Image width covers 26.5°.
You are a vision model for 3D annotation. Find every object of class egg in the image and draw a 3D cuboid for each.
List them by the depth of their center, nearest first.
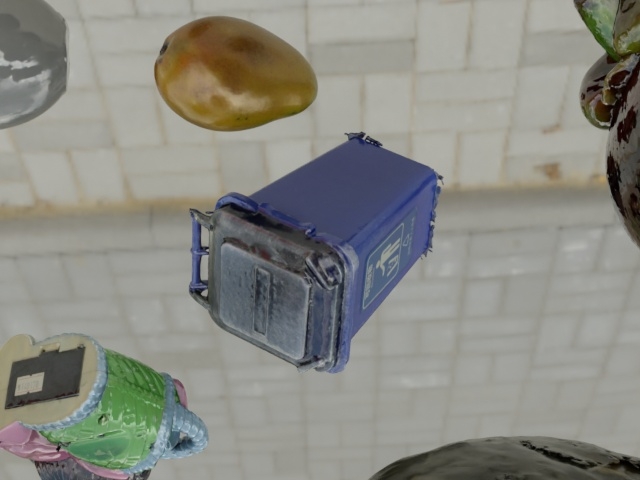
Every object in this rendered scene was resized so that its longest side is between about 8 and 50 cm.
[{"bbox_3d":[-0.402,-0.213,1.543,0.232,0.176,0.176,6,147,-11],"label":"egg"}]

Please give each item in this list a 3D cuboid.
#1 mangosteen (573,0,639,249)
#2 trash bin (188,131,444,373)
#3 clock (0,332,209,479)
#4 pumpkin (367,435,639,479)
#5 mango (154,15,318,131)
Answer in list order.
[{"bbox_3d":[0.256,-0.081,0.784,0.216,0.216,0.216,-1,148,-1],"label":"mangosteen"},{"bbox_3d":[0.000,0.000,1.351,0.184,0.234,0.162,25,132,25],"label":"trash bin"},{"bbox_3d":[-0.201,0.161,1.175,0.194,0.100,0.195,-11,147,27],"label":"clock"},{"bbox_3d":[0.150,0.326,0.802,0.454,0.454,0.344,19,128,-29],"label":"pumpkin"},{"bbox_3d":[-0.079,-0.156,1.266,0.163,0.111,0.089,-19,170,-45],"label":"mango"}]
